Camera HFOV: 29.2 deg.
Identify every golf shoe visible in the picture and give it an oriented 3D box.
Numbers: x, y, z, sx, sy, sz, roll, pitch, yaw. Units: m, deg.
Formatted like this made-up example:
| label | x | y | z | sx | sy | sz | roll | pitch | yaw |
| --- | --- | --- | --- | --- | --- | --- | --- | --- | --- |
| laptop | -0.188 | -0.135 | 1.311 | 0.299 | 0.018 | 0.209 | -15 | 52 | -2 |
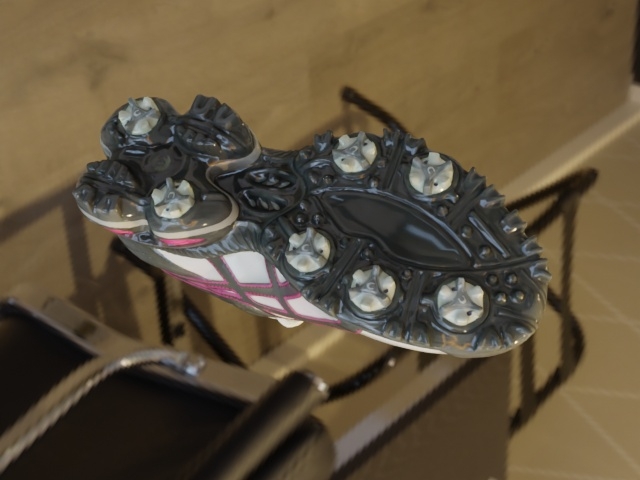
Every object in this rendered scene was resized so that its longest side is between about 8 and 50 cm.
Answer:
| label | x | y | z | sx | sy | sz | roll | pitch | yaw |
| --- | --- | --- | --- | --- | --- | --- | --- | --- | --- |
| golf shoe | 0.000 | 0.000 | 0.670 | 0.105 | 0.273 | 0.120 | -60 | 153 | -20 |
